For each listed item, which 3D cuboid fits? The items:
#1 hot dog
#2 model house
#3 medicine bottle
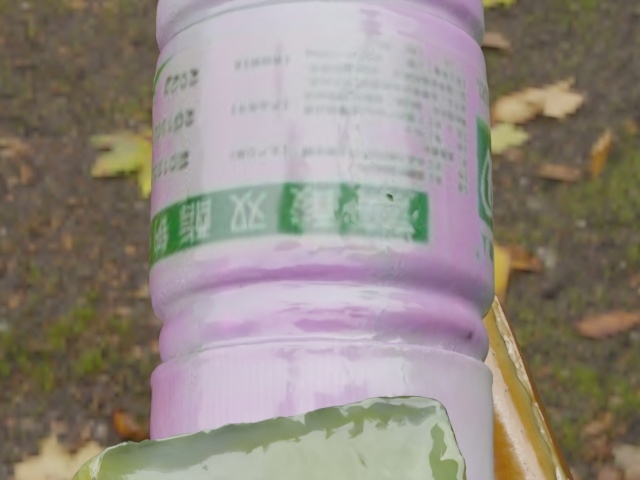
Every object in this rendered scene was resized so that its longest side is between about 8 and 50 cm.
[{"bbox_3d":[0.123,0.175,1.328,0.100,0.135,0.337,-7,56,-17],"label":"hot dog"},{"bbox_3d":[-0.050,0.185,0.791,0.194,0.211,0.170,-10,73,-31],"label":"model house"},{"bbox_3d":[0.000,0.000,1.095,0.212,0.212,0.325,2,75,-3],"label":"medicine bottle"}]
